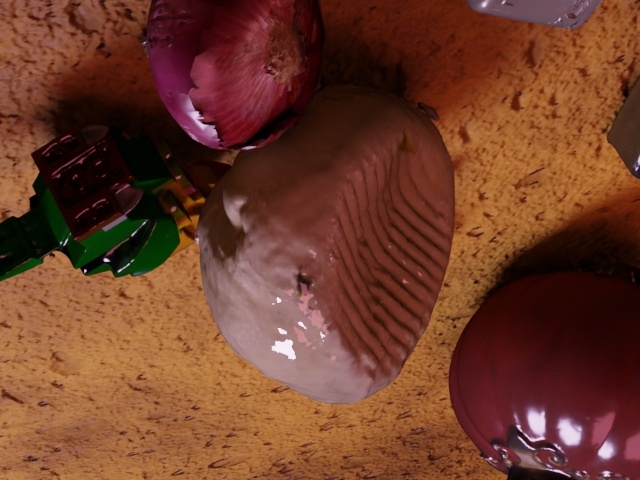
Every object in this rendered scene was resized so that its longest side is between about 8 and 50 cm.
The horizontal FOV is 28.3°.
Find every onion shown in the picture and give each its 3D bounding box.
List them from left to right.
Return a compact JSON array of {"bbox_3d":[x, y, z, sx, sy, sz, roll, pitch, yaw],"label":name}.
[{"bbox_3d":[-0.076,-0.134,0.843,0.140,0.150,0.150,11,165,33],"label":"onion"}]

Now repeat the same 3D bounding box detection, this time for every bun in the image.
[{"bbox_3d":[0.000,0.000,0.971,0.160,0.259,0.259,7,161,30],"label":"bun"}]

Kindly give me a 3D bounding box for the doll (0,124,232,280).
[{"bbox_3d":[-0.150,-0.023,0.964,0.134,0.106,0.186,-44,157,28],"label":"doll"}]

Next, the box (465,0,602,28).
[{"bbox_3d":[0.157,-0.219,0.837,0.124,0.093,0.172,2,143,-31],"label":"box"}]

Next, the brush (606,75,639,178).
[{"bbox_3d":[0.368,-0.117,1.141,0.197,0.059,0.123,-7,148,-19],"label":"brush"}]

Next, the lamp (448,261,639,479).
[{"bbox_3d":[0.284,0.158,1.329,0.303,0.257,0.303,21,162,7],"label":"lamp"}]
